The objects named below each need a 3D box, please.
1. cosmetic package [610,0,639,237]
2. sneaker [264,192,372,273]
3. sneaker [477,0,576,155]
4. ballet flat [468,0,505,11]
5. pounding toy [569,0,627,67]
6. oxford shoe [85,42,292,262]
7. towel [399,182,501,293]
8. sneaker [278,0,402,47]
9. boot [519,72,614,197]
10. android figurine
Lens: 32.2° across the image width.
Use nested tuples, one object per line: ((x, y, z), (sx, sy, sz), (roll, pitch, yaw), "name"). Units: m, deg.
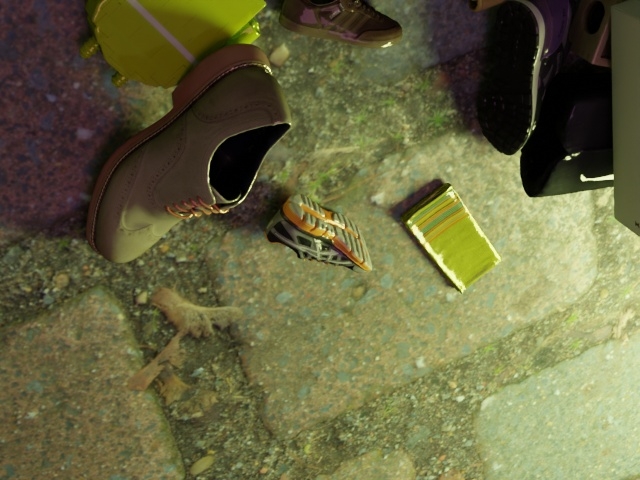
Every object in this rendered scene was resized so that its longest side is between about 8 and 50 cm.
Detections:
((0.592, -0.216, 1.708), (0.285, 0.097, 0.377), (-21, 125, -16), "cosmetic package")
((0.000, 0.000, 1.754), (0.083, 0.084, 0.215), (-38, 131, 24), "sneaker")
((0.330, -0.254, 1.695), (0.124, 0.107, 0.283), (-28, 145, -28), "sneaker")
((0.194, -0.399, 1.527), (0.073, 0.080, 0.232), (-30, 134, 13), "ballet flat")
((0.448, -0.372, 1.670), (0.181, 0.094, 0.206), (5, 116, -25), "pounding toy")
((-0.187, -0.082, 1.508), (0.141, 0.146, 0.397), (3, 138, -46), "oxford shoe")
((0.229, 0.000, 1.901), (0.102, 0.021, 0.237), (-37, 134, 5), "towel")
((0.038, -0.312, 1.522), (0.188, 0.066, 0.071), (1, 124, -28), "sneaker")
((0.543, -0.111, 1.880), (0.445, 0.146, 0.366), (-8, 119, -26), "boot")
((-0.186, -0.306, 1.421), (0.273, 0.056, 0.248), (-42, 133, 8), "android figurine")
